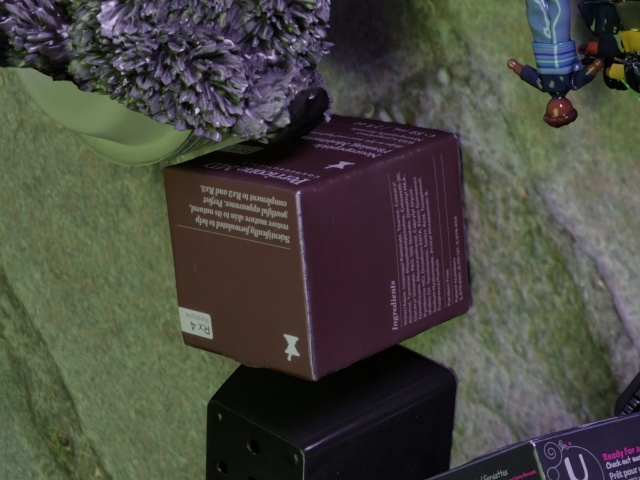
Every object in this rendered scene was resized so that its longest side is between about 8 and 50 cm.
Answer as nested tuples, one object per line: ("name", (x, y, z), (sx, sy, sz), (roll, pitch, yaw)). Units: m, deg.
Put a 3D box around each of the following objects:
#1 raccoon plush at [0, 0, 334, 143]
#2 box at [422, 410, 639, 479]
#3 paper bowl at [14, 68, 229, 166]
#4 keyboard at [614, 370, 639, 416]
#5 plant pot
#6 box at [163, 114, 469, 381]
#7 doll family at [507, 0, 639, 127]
("raccoon plush", (-0.116, -0.253, 1.492), (0.216, 0.446, 0.299), (45, 126, 53))
("box", (0.179, 0.236, 1.537), (0.247, 0.163, 0.142), (-30, 73, 55))
("paper bowl", (-0.191, -0.209, 1.781), (0.284, 0.148, 0.284), (19, 118, 39))
("keyboard", (0.305, 0.118, 1.487), (0.108, 0.023, 0.180), (49, 135, 21))
("plant pot", (-0.005, 0.197, 1.736), (0.187, 0.167, 0.188), (25, 123, 39))
("box", (0.000, 0.000, 1.623), (0.168, 0.203, 0.167), (12, 114, 42))
("doll family", (0.229, -0.143, 1.428), (0.193, 0.076, 0.111), (8, 116, 50))
